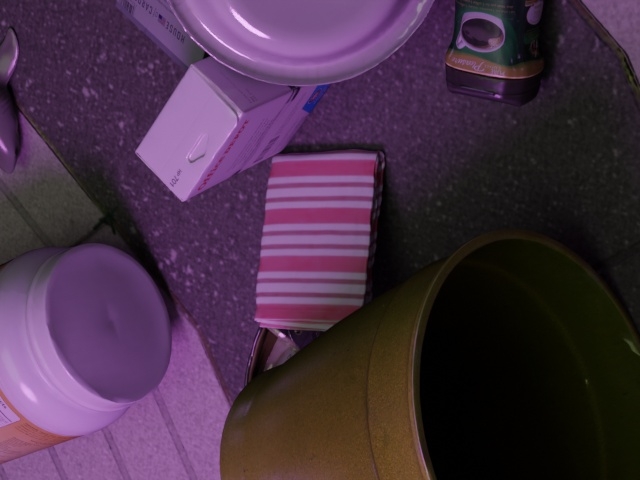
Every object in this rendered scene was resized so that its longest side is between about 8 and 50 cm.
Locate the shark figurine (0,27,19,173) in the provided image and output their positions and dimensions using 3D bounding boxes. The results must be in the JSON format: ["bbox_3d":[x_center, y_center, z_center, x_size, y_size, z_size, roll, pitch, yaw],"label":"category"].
[{"bbox_3d":[-0.476,-0.208,2.264,0.278,0.116,0.166,32,122,20],"label":"shark figurine"}]

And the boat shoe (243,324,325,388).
[{"bbox_3d":[-0.028,0.094,2.082,0.080,0.073,0.224,36,124,23],"label":"boat shoe"}]

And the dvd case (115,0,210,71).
[{"bbox_3d":[-0.143,-0.316,1.999,0.179,0.029,0.239,45,131,38],"label":"dvd case"}]

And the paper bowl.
[{"bbox_3d":[-0.018,-0.288,1.798,0.284,0.148,0.284,-1,110,-4],"label":"paper bowl"}]

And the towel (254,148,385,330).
[{"bbox_3d":[0.000,0.000,2.016,0.144,0.029,0.197,1,81,34],"label":"towel"}]

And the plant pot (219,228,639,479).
[{"bbox_3d":[0.095,0.207,1.870,0.353,0.366,0.367,-19,96,44],"label":"plant pot"}]

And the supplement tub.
[{"bbox_3d":[-0.352,0.138,2.233,0.316,0.228,0.228,-22,94,39],"label":"supplement tub"}]

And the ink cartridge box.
[{"bbox_3d":[-0.084,-0.137,1.958,0.082,0.190,0.140,47,127,12],"label":"ink cartridge box"}]

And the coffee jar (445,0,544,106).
[{"bbox_3d":[0.173,-0.225,1.811,0.096,0.079,0.184,15,115,27],"label":"coffee jar"}]
